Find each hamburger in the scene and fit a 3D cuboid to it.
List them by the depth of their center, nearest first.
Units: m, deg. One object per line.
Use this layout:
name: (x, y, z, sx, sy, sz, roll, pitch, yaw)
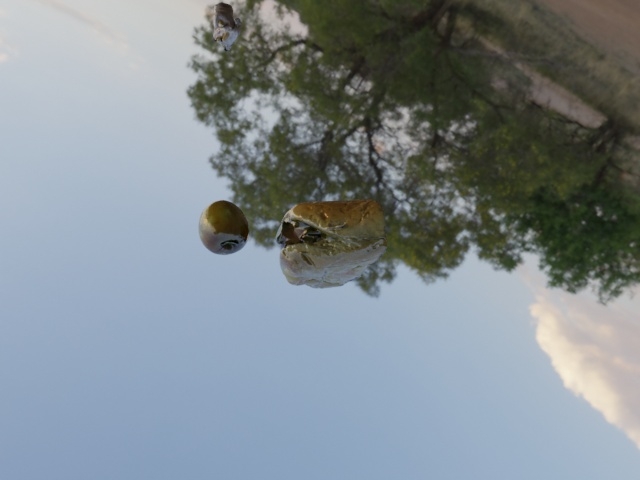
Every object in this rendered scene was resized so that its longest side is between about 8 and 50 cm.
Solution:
hamburger: (-0.002, 0.002, 1.393, 0.209, 0.330, 0.162, 3, -106, -19)

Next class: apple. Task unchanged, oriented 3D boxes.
apple: (-0.198, -0.029, 1.313, 0.114, 0.099, 0.102, 32, -149, -52)

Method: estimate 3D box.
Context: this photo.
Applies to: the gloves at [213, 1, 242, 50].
gloves: (-0.297, -0.681, 1.995, 0.094, 0.144, 0.110, -5, 172, -21)
